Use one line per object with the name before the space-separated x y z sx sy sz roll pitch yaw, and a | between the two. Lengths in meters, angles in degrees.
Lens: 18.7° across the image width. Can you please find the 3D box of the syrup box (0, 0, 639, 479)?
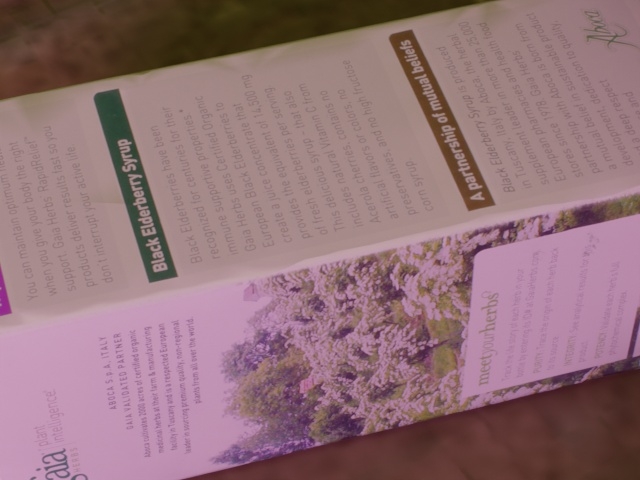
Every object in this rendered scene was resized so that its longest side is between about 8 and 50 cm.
syrup box | 0.000 0.000 0.600 0.236 0.093 0.096 -12 50 -10
